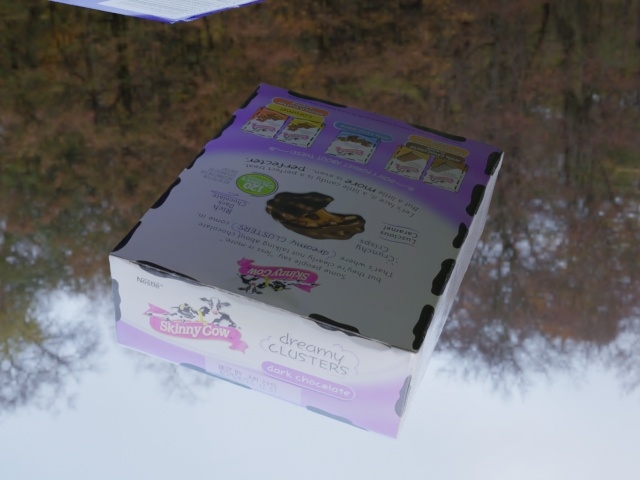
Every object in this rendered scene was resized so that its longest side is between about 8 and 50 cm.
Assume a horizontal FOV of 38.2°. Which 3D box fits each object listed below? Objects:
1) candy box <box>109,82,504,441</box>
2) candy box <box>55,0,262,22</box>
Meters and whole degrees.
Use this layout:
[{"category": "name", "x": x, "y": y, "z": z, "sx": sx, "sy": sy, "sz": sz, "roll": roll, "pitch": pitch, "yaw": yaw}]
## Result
[{"category": "candy box", "x": 0.000, "y": 0.000, "z": 0.535, "sx": 0.165, "sy": 0.070, "sz": 0.196, "roll": 18, "pitch": -139, "yaw": 13}, {"category": "candy box", "x": -0.142, "y": -0.289, "z": 0.449, "sx": 0.122, "sy": 0.316, "sz": 0.268, "roll": 1, "pitch": -178, "yaw": 39}]
